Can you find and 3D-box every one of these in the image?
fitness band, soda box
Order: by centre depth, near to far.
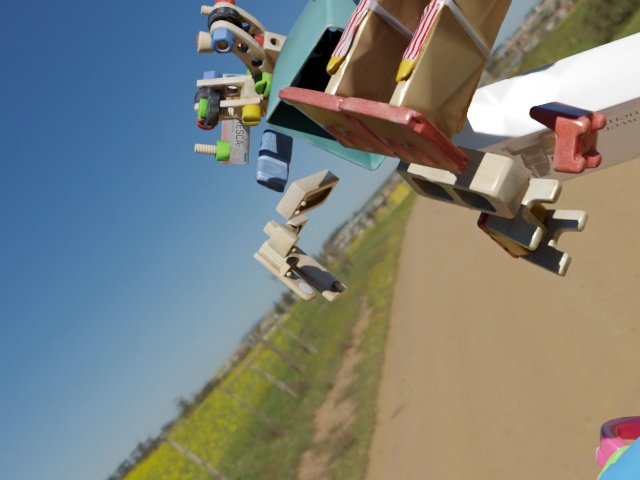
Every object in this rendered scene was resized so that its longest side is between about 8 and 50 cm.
[{"bbox_3d":[0.509,0.309,1.324,0.291,0.209,0.054,-127,39,-80],"label":"fitness band"},{"bbox_3d":[-0.168,-0.240,1.906,0.063,0.058,0.183,-96,10,-47],"label":"soda box"}]

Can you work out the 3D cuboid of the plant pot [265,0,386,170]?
[{"bbox_3d":[0.037,-0.251,1.269,0.165,0.166,0.234,-52,26,36],"label":"plant pot"}]

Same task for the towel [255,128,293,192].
[{"bbox_3d":[-0.090,-0.154,1.840,0.029,0.067,0.119,-34,41,53],"label":"towel"}]

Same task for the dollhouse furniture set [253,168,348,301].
[{"bbox_3d":[0.000,0.000,1.366,0.151,0.123,0.144,-56,-13,26],"label":"dollhouse furniture set"}]

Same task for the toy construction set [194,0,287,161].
[{"bbox_3d":[-0.099,-0.313,1.710,0.309,0.237,0.257,-106,24,-57],"label":"toy construction set"}]

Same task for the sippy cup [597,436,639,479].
[{"bbox_3d":[0.321,0.237,0.676,0.305,0.224,0.240,-34,33,49],"label":"sippy cup"}]

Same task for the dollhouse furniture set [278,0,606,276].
[{"bbox_3d":[0.152,-0.133,0.954,0.374,0.152,0.201,34,-102,-49],"label":"dollhouse furniture set"}]

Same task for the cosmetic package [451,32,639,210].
[{"bbox_3d":[0.368,-0.173,1.432,0.377,0.097,0.284,-18,-15,15],"label":"cosmetic package"}]
